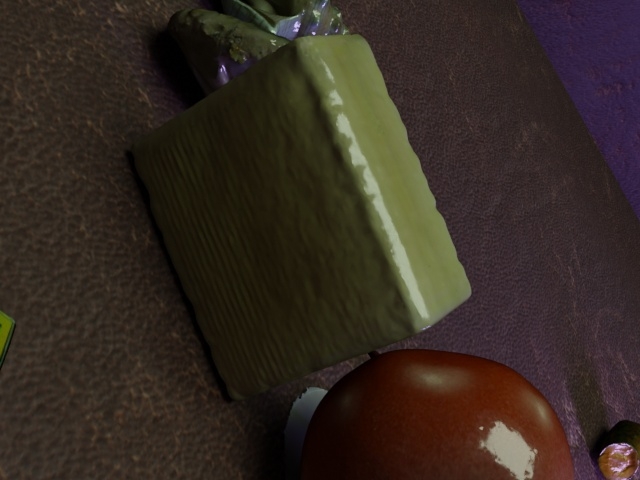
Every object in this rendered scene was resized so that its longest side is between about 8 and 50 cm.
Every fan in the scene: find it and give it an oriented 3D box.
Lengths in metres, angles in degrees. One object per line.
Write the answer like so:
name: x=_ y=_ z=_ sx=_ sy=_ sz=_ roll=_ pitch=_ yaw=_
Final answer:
fan: x=0.058 y=0.301 z=1.002 sx=0.329 sy=0.009 sz=0.191 roll=54 pitch=32 yaw=-16

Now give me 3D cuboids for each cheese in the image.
cheese: x=-0.024 y=-0.017 z=0.868 sx=0.124 sy=0.242 sz=0.265 roll=-17 pitch=83 yaw=-52

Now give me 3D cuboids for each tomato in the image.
tomato: x=0.106 y=0.223 z=0.879 sx=0.256 sy=0.256 sz=0.224 roll=62 pitch=4 yaw=-6

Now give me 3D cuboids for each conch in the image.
conch: x=-0.062 y=-0.274 z=1.168 sx=0.234 sy=0.114 sz=0.137 roll=1 pitch=50 yaw=-21

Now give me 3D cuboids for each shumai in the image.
shumai: x=-0.083 y=-0.168 z=1.035 sx=0.201 sy=0.201 sz=0.120 roll=16 pitch=95 yaw=-55

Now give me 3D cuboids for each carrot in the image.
carrot: x=0.550 y=0.377 z=1.708 sx=0.082 sy=0.082 sz=0.173 roll=66 pitch=25 yaw=2

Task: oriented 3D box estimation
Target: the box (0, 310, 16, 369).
box: x=-0.290 y=0.027 z=0.486 sx=0.220 sy=0.141 sz=0.064 roll=45 pitch=33 yaw=-31
